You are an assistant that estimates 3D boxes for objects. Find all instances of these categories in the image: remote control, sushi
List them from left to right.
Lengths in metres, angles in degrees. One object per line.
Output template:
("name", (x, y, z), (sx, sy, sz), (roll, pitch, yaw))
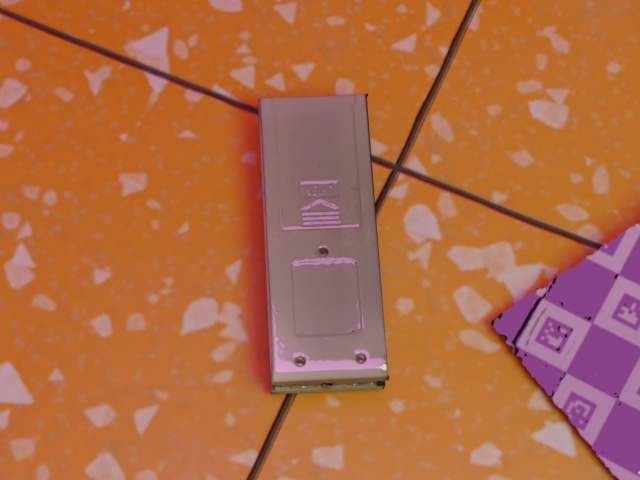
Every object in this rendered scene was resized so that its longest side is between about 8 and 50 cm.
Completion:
("remote control", (0.000, 0.000, 1.283), (0.103, 0.055, 0.277), (-2, 67, -2))
("sushi", (0.341, 0.113, 1.244), (0.264, 0.050, 0.290), (-36, 73, -1))
